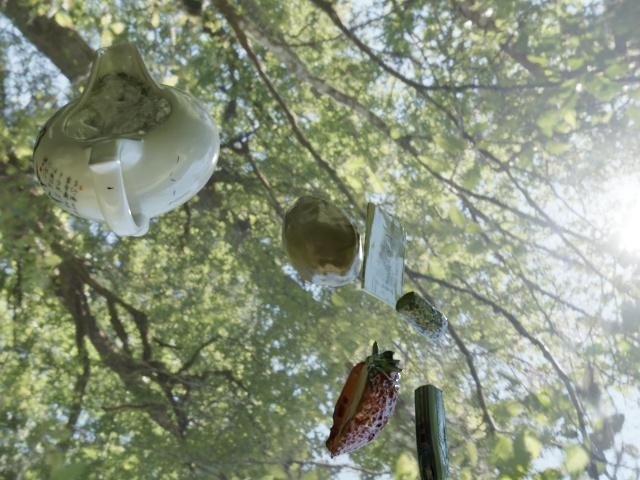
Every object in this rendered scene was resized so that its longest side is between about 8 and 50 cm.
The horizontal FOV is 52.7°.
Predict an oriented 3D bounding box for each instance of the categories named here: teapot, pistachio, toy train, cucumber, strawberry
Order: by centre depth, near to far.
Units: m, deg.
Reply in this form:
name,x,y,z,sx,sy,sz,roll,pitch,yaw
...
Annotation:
name,x,y,z,sx,sy,sz,roll,pitch,yaw
teapot,-0.218,-0.106,0.733,0.209,0.165,0.299,-2,-149,-15
strawberry,0.082,0.270,1.078,0.140,0.085,0.192,-52,-166,44
pistachio,0.000,0.000,1.130,0.136,0.136,0.226,-39,-144,3
toy train,0.212,0.397,1.245,0.055,0.048,0.251,-28,-144,27
cucumber,0.196,0.148,1.270,0.064,0.112,0.064,-38,-150,27

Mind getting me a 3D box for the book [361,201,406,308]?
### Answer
name,x,y,z,sx,sy,sz,roll,pitch,yaw
book,0.138,0.035,1.386,0.013,0.168,0.192,-7,-114,33
